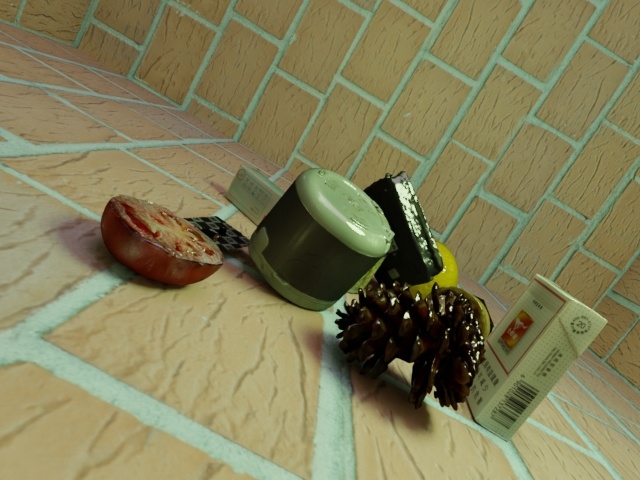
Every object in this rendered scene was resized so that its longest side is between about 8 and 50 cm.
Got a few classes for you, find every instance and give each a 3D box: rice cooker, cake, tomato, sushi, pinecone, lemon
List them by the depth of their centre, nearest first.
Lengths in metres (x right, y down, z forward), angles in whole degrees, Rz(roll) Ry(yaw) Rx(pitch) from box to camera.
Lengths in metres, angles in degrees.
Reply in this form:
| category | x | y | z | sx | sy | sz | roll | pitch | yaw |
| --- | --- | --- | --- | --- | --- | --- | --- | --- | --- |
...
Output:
| category | x | y | z | sx | sy | sz | roll | pitch | yaw |
| --- | --- | --- | --- | --- | --- | --- | --- | --- | --- |
| tomato | -0.284 | 0.010 | 0.823 | 0.225 | 0.085 | 0.225 | 31 | 8 | -5 |
| pinecone | 0.164 | 0.193 | 0.889 | 0.292 | 0.246 | 0.246 | 13 | 8 | 13 |
| rice cooker | -0.002 | 0.001 | 1.090 | 0.288 | 0.277 | 0.288 | 31 | 28 | -19 |
| sushi | -0.254 | -0.006 | 1.095 | 0.139 | 0.031 | 0.201 | 35 | 16 | 15 |
| cake | 0.350 | 0.212 | 1.235 | 0.185 | 0.207 | 0.178 | 43 | 3 | 32 |
| lemon | 0.374 | 0.120 | 1.634 | 0.253 | 0.229 | 0.228 | 66 | 17 | 4 |

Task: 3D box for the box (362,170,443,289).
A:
| category | x | y | z | sx | sy | sz | roll | pitch | yaw |
| --- | --- | --- | --- | --- | --- | --- | --- | --- | --- |
| box | 0.226 | -0.018 | 1.482 | 0.350 | 0.091 | 0.359 | 70 | -21 | 5 |

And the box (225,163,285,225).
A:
| category | x | y | z | sx | sy | sz | roll | pitch | yaw |
| --- | --- | --- | --- | --- | --- | --- | --- | --- | --- |
| box | -0.195 | -0.136 | 1.515 | 0.269 | 0.135 | 0.079 | 39 | 14 | 35 |

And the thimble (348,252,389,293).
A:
| category | x | y | z | sx | sy | sz | roll | pitch | yaw |
| --- | --- | --- | --- | --- | --- | --- | --- | --- | --- |
| thimble | 0.057 | 0.031 | 1.409 | 0.271 | 0.150 | 0.271 | 30 | 12 | -7 |

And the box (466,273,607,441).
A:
| category | x | y | z | sx | sy | sz | roll | pitch | yaw |
| --- | --- | --- | --- | --- | --- | --- | --- | --- | --- |
| box | 0.459 | 0.252 | 1.040 | 0.095 | 0.330 | 0.210 | 31 | 12 | 0 |
